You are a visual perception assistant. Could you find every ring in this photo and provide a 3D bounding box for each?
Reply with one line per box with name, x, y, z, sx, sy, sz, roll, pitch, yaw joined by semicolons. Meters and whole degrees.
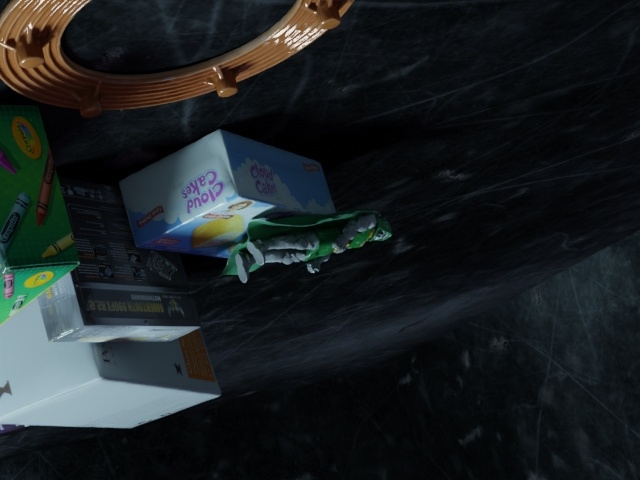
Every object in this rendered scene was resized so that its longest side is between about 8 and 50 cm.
ring;-0.117;-0.186;1.011;0.336;0.032;0.336;-17;167;-4

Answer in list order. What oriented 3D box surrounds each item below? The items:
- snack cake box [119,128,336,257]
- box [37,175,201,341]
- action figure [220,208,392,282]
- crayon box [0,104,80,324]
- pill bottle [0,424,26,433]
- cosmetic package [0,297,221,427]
snack cake box;-0.107;-0.049;1.436;0.152;0.089;0.264;-23;166;23
box;-0.247;0.026;1.355;0.056;0.183;0.231;-24;166;24
action figure;0.000;0.000;1.465;0.232;0.063;0.137;-14;162;-36
crayon box;-0.354;-0.001;1.150;0.081;0.165;0.278;-5;161;-43
pill bottle;-0.534;0.211;1.716;0.322;0.182;0.181;-14;166;-14
cosmetic package;-0.302;0.121;1.564;0.161;0.230;0.453;-21;167;9
